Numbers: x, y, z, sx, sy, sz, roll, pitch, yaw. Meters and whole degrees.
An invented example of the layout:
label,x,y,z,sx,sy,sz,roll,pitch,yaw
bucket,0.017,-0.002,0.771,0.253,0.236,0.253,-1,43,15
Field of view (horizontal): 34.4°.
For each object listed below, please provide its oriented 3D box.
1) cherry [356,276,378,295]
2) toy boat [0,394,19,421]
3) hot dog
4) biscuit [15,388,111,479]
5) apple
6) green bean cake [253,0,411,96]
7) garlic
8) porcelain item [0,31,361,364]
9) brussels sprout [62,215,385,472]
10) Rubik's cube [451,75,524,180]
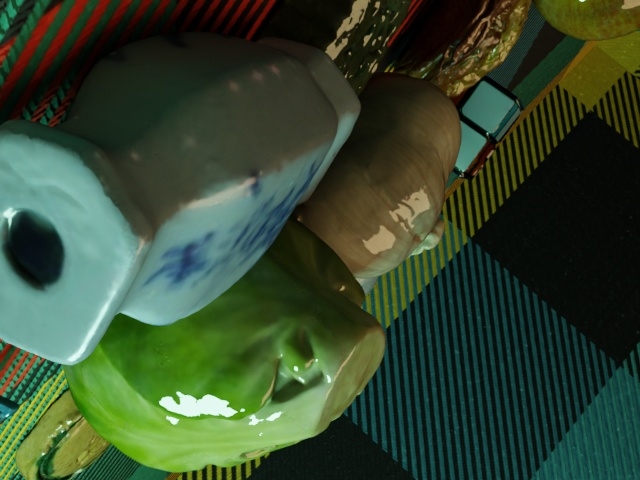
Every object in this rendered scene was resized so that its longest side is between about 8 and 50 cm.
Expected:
label,x,y,z,sx,sy,sz,roll,pitch,yaw
cherry,0.000,0.000,1.605,0.266,0.213,0.183,-61,-160,17
toy boat,-0.400,0.255,1.136,0.215,0.102,0.088,-51,172,12
hot dog,0.231,-0.333,1.576,0.272,0.122,0.196,-51,164,26
biscuit,-0.336,0.269,1.600,0.287,0.057,0.344,-47,170,-10
apple,0.449,-0.458,1.675,0.264,0.264,0.264,-47,170,-11
green bean cake,0.014,-0.229,1.132,0.185,0.094,0.183,-57,167,20
garlic,0.035,-0.086,1.328,0.322,0.322,0.241,-44,133,-27
porcelain item,-0.120,-0.062,0.903,0.242,0.178,0.405,-56,171,32
brussels sprout,-0.106,0.098,1.130,0.289,0.355,0.281,-49,145,-43
Rubik's cube,0.262,-0.231,1.938,0.180,0.167,0.183,-55,170,11
